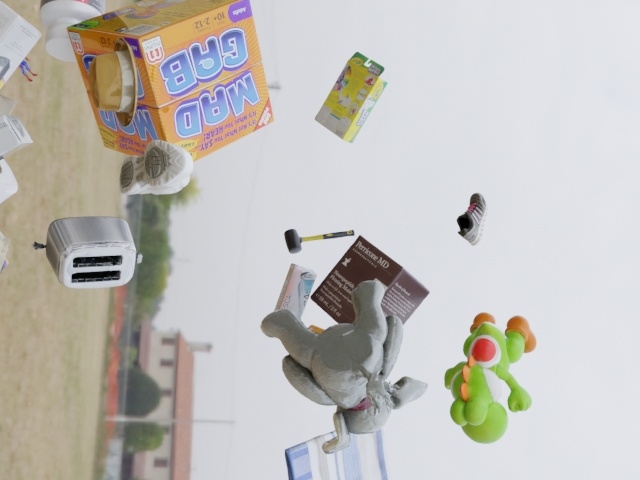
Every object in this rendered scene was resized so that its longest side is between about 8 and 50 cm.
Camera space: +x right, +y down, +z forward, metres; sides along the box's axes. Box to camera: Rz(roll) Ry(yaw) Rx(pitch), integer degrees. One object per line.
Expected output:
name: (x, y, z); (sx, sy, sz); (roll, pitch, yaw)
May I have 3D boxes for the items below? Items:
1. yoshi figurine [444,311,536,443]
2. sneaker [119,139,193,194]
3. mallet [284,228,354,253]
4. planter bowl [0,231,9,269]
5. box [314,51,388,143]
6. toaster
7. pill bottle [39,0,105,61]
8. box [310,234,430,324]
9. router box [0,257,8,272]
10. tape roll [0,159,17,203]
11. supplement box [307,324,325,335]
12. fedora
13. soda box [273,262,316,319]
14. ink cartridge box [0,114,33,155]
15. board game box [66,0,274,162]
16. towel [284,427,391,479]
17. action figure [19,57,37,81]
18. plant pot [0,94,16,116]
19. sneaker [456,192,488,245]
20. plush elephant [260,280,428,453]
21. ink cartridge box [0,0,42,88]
yoshi figurine: (0.401, 0.343, 1.955); (0.203, 0.203, 0.362); (-54, 178, 42)
sneaker: (-0.291, -0.135, 1.566); (0.232, 0.115, 0.090); (-4, -98, 52)
mallet: (0.000, 0.000, 2.153); (0.039, 0.190, 0.062); (106, -21, -58)
planter bowl: (-0.713, 0.024, 1.694); (0.162, 0.109, 0.162); (-44, -145, 43)
box: (0.072, -0.317, 1.800); (0.105, 0.043, 0.179); (41, -72, 35)
toaster: (-0.526, 0.027, 1.858); (0.146, 0.227, 0.129); (47, -50, 49)
pill bottle: (-0.698, -0.675, 2.311); (0.176, 0.176, 0.318); (126, -35, -68)
box: (0.121, 0.132, 2.004); (0.203, 0.167, 0.168); (-52, -129, 0)
router box: (-1.073, 0.103, 2.278); (0.081, 0.309, 0.243); (79, 24, -42)
tape roll: (-0.878, -0.163, 1.964); (0.246, 0.169, 0.246); (53, 3, -3)
supplement box: (0.052, 0.299, 2.110); (0.078, 0.234, 0.080); (-37, 138, -53)
fedora: (-0.451, -0.340, 1.758); (0.194, 0.079, 0.194); (22, -65, 58)
soda box: (-0.070, 0.153, 1.996); (0.058, 0.063, 0.183); (-134, -117, -76)
ink cartridge box: (-0.721, -0.216, 1.807); (0.072, 0.127, 0.175); (61, -6, -12)
board game box: (-0.400, -0.449, 2.225); (0.357, 0.356, 0.356); (20, -48, 43)
towel: (0.049, 0.537, 1.869); (0.034, 0.285, 0.209); (-9, -90, 52)
action figure: (-0.829, -0.494, 2.263); (0.038, 0.030, 0.115); (-58, 138, -24)
plant pot: (-0.958, -0.379, 2.340); (0.109, 0.096, 0.109); (12, -105, 44)
sneaker: (0.436, -0.072, 2.370); (0.063, 0.075, 0.170); (-27, -136, 55)
plush elephant: (0.069, 0.287, 1.695); (0.255, 0.272, 0.330); (82, -19, -45)
ink cartridge box: (-0.930, -0.506, 2.163); (0.306, 0.226, 0.131); (-52, 167, 1)
